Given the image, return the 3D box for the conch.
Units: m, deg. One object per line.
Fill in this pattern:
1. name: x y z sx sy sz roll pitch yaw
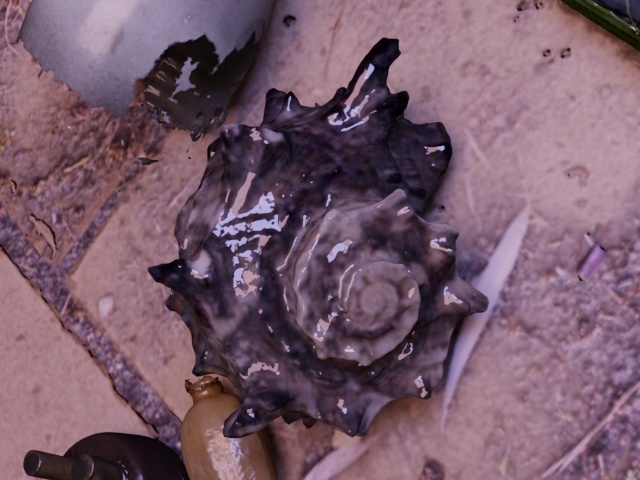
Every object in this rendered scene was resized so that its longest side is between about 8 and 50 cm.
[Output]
1. conch: 0.010 0.005 0.886 0.240 0.186 0.313 9 66 4

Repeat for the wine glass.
1. wine glass: -0.099 -0.248 0.978 0.190 0.190 0.357 37 100 29

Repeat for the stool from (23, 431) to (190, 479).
1. stool: -0.161 0.238 0.974 0.217 0.121 0.125 36 99 35

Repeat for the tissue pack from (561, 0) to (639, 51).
1. tissue pack: 0.290 -0.190 0.806 0.235 0.073 0.173 40 102 28

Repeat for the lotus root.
1. lotus root: -0.076 0.174 0.963 0.073 0.062 0.150 -31 69 22
